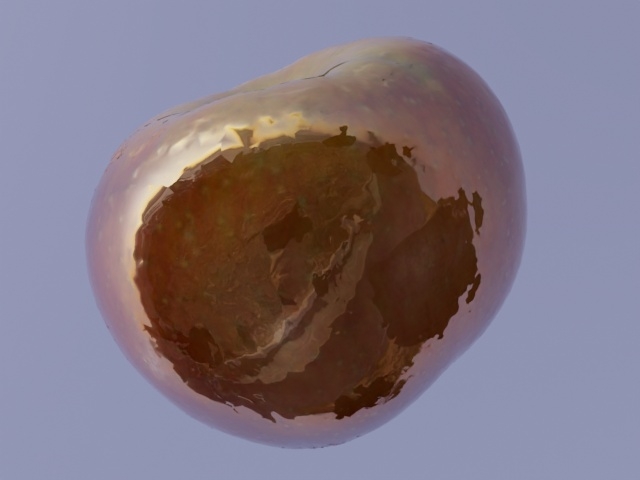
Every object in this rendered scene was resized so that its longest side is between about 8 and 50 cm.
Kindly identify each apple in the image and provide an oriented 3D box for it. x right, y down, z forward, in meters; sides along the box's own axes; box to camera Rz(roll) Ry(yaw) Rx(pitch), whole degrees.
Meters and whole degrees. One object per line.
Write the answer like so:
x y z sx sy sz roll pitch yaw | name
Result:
0.000 0.000 0.773 0.235 0.210 0.173 -27 -78 -28 | apple
